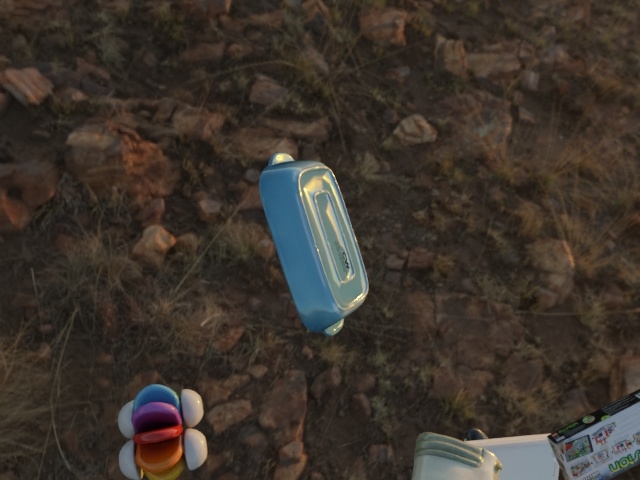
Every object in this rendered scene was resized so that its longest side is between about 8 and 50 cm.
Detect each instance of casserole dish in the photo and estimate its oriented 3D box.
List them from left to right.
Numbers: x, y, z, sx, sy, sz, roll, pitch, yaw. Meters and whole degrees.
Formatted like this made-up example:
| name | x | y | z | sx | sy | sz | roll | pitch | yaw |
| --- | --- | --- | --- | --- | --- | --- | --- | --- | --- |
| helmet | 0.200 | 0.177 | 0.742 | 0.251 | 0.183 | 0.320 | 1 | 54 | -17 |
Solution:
| name | x | y | z | sx | sy | sz | roll | pitch | yaw |
| --- | --- | --- | --- | --- | --- | --- | --- | --- | --- |
| casserole dish | 0.000 | 0.000 | 0.624 | 0.114 | 0.037 | 0.188 | -24 | 98 | -61 |

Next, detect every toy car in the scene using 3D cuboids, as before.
| name | x | y | z | sx | sy | sz | roll | pitch | yaw |
| --- | --- | --- | --- | --- | --- | --- | --- | --- | --- |
| toy car | -0.302 | 0.350 | 1.188 | 0.159 | 0.136 | 0.182 | -10 | 55 | -4 |

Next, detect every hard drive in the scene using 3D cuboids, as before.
| name | x | y | z | sx | sy | sz | roll | pitch | yaw |
| --- | --- | --- | --- | --- | --- | --- | --- | --- | --- |
| hard drive | 0.419 | 0.552 | 1.447 | 0.307 | 0.040 | 0.203 | 6 | 90 | -29 |

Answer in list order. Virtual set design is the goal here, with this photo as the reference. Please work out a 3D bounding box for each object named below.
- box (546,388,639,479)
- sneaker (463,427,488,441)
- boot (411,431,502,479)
| name | x | y | z | sx | sy | sz | roll | pitch | yaw |
| --- | --- | --- | --- | --- | --- | --- | --- | --- | --- |
| box | 0.526 | 0.361 | 1.151 | 0.207 | 0.036 | 0.114 | -25 | 100 | -3 |
| sneaker | 0.514 | 0.665 | 1.882 | 0.086 | 0.132 | 0.229 | -22 | 88 | -19 |
| boot | 0.176 | 0.307 | 0.657 | 0.213 | 0.077 | 0.165 | 32 | 34 | 2 |
